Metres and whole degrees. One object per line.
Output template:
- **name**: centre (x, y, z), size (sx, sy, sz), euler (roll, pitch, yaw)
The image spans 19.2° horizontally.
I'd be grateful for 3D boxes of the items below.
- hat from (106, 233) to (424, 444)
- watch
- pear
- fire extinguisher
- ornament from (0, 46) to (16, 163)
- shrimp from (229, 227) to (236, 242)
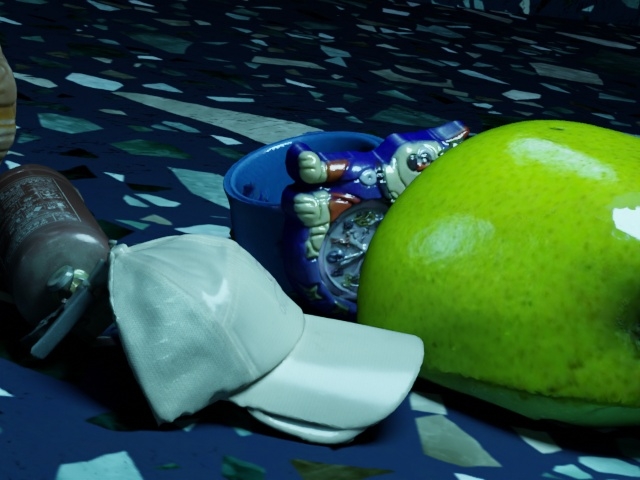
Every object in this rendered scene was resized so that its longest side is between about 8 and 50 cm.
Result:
- **hat**: centre (-0.039, 0.058, 1.459), size (0.226, 0.164, 0.219), euler (-11, 17, 1)
- **watch**: centre (0.013, -0.032, 1.752), size (0.196, 0.171, 0.200), euler (-11, 22, -24)
- **pear**: centre (0.246, 0.029, 1.584), size (0.342, 0.239, 0.318), euler (1, 9, -34)
- **fire extinguisher**: centre (-0.222, 0.019, 1.560), size (0.104, 0.105, 0.269), euler (5, 16, -20)
- **ornament**: centre (-0.414, -0.133, 1.757), size (0.235, 0.221, 0.217), euler (29, 18, 30)
- **shrimp**: centre (0.000, 0.002, 1.892), size (0.178, 0.034, 0.124), euler (5, 10, 15)
